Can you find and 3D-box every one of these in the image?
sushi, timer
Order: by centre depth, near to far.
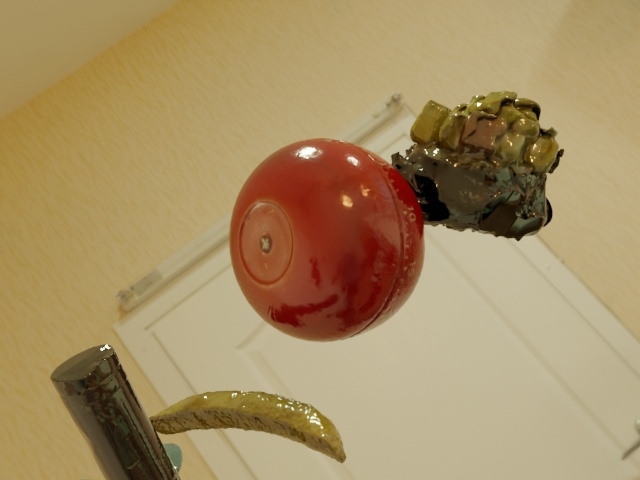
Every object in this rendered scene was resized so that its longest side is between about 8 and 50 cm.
[{"bbox_3d":[0.000,0.000,1.099,0.279,0.378,0.378,-3,-39,-48],"label":"timer"},{"bbox_3d":[0.310,-0.164,1.243,0.328,0.329,0.285,2,-79,-34],"label":"sushi"}]

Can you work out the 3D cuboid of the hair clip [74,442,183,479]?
[{"bbox_3d":[-0.382,0.591,1.158,0.318,0.238,0.392,-8,-2,-27],"label":"hair clip"}]

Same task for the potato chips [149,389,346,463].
[{"bbox_3d":[-0.127,0.285,0.946,0.407,0.057,0.080,-7,40,35],"label":"potato chips"}]

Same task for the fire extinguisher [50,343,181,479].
[{"bbox_3d":[-0.205,0.249,0.665,0.089,0.267,0.072,-11,18,33],"label":"fire extinguisher"}]
